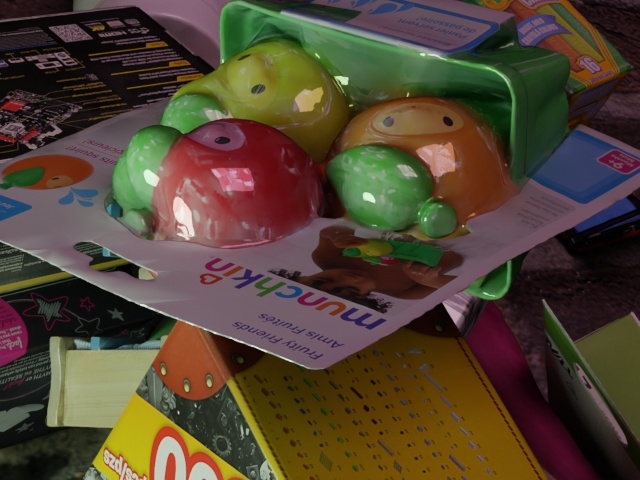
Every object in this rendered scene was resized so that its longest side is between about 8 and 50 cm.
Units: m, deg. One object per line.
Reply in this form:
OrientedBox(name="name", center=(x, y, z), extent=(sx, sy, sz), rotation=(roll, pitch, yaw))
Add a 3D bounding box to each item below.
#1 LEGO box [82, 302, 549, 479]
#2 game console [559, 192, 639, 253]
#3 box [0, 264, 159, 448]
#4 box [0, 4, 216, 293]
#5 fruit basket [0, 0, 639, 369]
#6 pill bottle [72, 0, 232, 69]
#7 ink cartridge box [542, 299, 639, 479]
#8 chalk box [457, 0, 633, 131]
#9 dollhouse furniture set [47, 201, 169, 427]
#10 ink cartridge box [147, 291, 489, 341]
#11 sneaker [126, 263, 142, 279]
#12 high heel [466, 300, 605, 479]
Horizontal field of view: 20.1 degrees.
OrientedBox(name="LEGO box", center=(0.028, 0.331, 1.129), extent=(0.193, 0.372, 0.500), rotation=(-7, 55, -36))
OrientedBox(name="game console", center=(0.307, -0.046, 1.890), extent=(0.144, 0.124, 0.085), rotation=(-20, 90, -42))
OrientedBox(name="box", center=(-0.280, 0.067, 1.363), extent=(0.247, 0.142, 0.163), rotation=(-15, 58, -42))
OrientedBox(name="box", center=(-0.205, -0.078, 1.387), extent=(0.322, 0.079, 0.257), rotation=(-14, 43, -40))
OrientedBox(name="fruit basket", center=(-0.015, -0.048, 1.093), extent=(0.327, 0.165, 0.353), rotation=(20, 26, 36))
OrientedBox(name="pill bottle", center=(-0.154, -0.255, 1.735), extent=(0.161, 0.161, 0.283), rotation=(17, 44, -18))
OrientedBox(name="ink cartridge box", center=(0.277, 0.153, 1.546), extent=(0.097, 0.255, 0.189), rotation=(-28, 63, -6))
OrientedBox(name="chalk box", center=(0.198, -0.200, 1.927), extent=(0.213, 0.132, 0.132), rotation=(47, 42, 15))
OrientedBox(name="dollhouse furniture set", center=(-0.103, 0.043, 1.302), extent=(0.129, 0.129, 0.183), rotation=(7, 82, -48))
OrientedBox(name="ink cartridge box", center=(0.015, 0.047, 1.491), extent=(0.211, 0.121, 0.289), rotation=(28, 62, 10))
OrientedBox(name="sneaker", center=(-0.122, -0.019, 1.583), extent=(0.145, 0.090, 0.270), rotation=(30, 51, -30))
OrientedBox(name="high heel", center=(0.208, 0.181, 1.573), extent=(0.377, 0.127, 0.181), rotation=(46, 45, 14))
